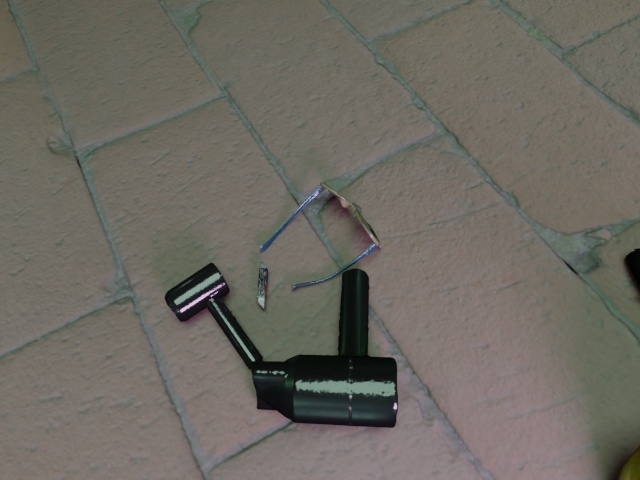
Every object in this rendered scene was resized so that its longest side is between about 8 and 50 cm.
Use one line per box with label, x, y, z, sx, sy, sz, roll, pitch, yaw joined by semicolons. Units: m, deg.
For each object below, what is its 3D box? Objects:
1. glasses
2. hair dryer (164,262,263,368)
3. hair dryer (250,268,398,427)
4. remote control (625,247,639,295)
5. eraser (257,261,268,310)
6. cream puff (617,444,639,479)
glasses;-0.004;-0.012;0.927;0.220;0.088;0.190;-34;66;-15
hair dryer;-0.188;0.169;0.862;0.114;0.071;0.248;-34;74;-16
hair dryer;0.012;0.177;0.829;0.244;0.116;0.303;3;51;4
remote control;0.689;0.181;0.805;0.144;0.062;0.399;-9;62;-2
eraser;-0.115;0.091;0.911;0.019;0.027;0.100;1;61;1
cream puff;0.576;0.405;0.573;0.290;0.257;0.325;1;68;12
